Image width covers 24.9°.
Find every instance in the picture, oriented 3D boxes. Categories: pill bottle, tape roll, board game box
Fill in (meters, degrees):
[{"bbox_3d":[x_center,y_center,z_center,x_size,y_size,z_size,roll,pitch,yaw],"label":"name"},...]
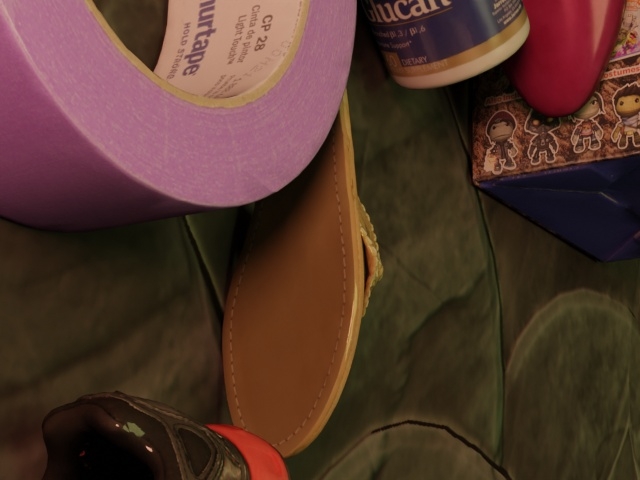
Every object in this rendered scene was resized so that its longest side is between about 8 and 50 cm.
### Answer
[{"bbox_3d":[0.056,-0.185,0.874,0.094,0.094,0.169,-54,126,-48],"label":"pill bottle"},{"bbox_3d":[-0.092,-0.144,0.639,0.275,0.090,0.274,20,66,-53],"label":"tape roll"},{"bbox_3d":[0.228,-0.156,1.090,0.232,0.141,0.290,27,61,-52],"label":"board game box"}]

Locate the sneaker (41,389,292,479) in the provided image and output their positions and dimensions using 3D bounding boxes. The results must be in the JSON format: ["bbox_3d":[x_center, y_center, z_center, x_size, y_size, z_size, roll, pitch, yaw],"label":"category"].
[{"bbox_3d":[-0.091,0.179,0.558,0.135,0.098,0.276,46,44,-43],"label":"sneaker"}]

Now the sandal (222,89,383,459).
[{"bbox_3d":[0.005,-0.001,0.758,0.079,0.088,0.240,20,61,-48],"label":"sandal"}]

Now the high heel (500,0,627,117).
[{"bbox_3d":[0.088,-0.264,0.933,0.181,0.127,0.377,0,75,-44],"label":"high heel"}]
